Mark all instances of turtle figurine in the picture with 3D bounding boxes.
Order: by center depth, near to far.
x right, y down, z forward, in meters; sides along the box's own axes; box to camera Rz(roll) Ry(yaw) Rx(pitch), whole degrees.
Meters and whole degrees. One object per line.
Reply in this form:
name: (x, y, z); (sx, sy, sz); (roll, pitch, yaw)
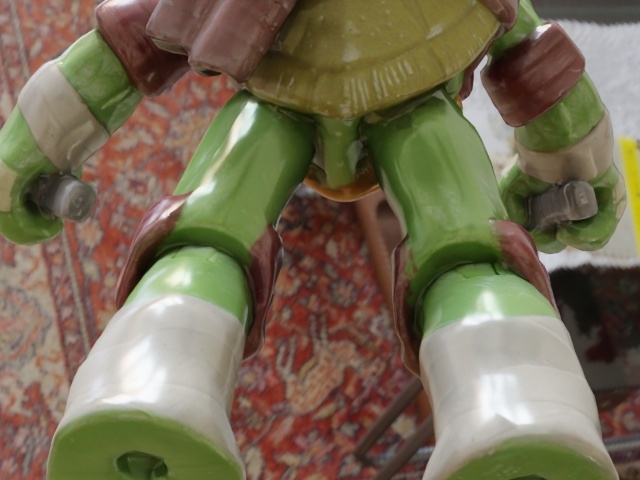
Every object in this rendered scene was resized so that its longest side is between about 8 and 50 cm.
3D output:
turtle figurine: (0.000, 0.000, 0.445); (0.198, 0.274, 0.266); (30, 38, -24)
